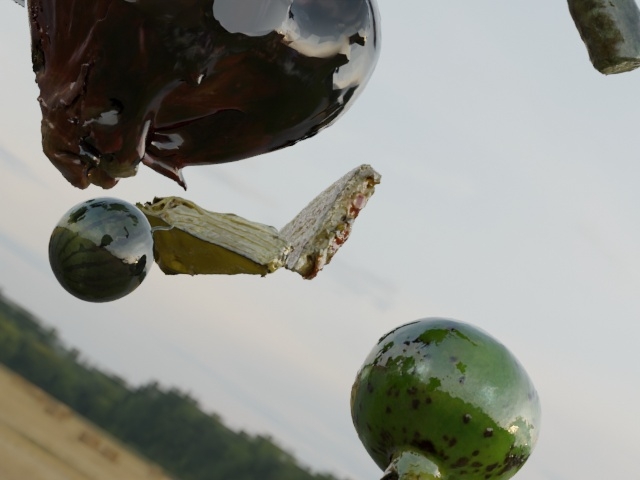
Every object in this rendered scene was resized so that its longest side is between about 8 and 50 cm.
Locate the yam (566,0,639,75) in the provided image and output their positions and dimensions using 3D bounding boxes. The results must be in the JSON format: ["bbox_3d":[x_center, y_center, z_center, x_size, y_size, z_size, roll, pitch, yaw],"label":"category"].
[{"bbox_3d":[0.227,-0.275,1.542,0.061,0.061,0.274,86,-11,-79],"label":"yam"}]

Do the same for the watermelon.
[{"bbox_3d":[-0.208,0.004,1.777,0.105,0.133,0.105,52,-24,35],"label":"watermelon"}]

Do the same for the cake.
[{"bbox_3d":[-0.125,-0.016,2.017,0.185,0.080,0.116,-2,-56,44],"label":"cake"}]

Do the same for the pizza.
[{"bbox_3d":[0.000,0.000,2.200,0.062,0.188,0.199,42,31,-11],"label":"pizza"}]

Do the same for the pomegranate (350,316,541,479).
[{"bbox_3d":[0.123,0.198,1.889,0.211,0.263,0.211,20,-39,17],"label":"pomegranate"}]

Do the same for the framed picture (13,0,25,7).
[{"bbox_3d":[-0.424,-0.422,2.331,0.010,0.199,0.195,-1,-5,10],"label":"framed picture"}]

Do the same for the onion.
[{"bbox_3d":[-0.083,-0.167,1.293,0.281,0.281,0.221,38,-21,-28],"label":"onion"}]
